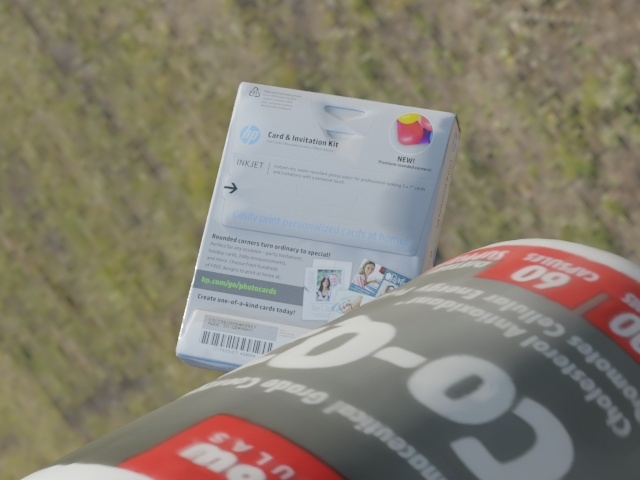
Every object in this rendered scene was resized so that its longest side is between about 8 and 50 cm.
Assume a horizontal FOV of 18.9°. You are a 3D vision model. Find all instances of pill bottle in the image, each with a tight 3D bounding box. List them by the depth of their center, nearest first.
[{"bbox_3d":[-0.003,0.114,0.514,0.161,0.283,0.161,17,118,36],"label":"pill bottle"}]

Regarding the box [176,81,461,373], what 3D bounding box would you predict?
[{"bbox_3d":[0.000,0.000,1.217,0.145,0.186,0.038,9,166,12],"label":"box"}]
